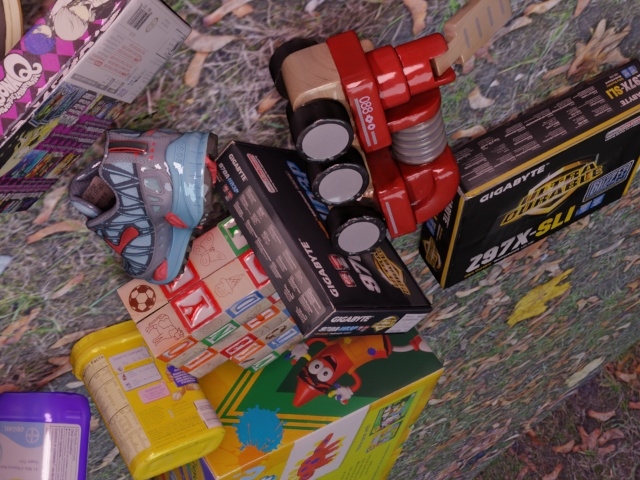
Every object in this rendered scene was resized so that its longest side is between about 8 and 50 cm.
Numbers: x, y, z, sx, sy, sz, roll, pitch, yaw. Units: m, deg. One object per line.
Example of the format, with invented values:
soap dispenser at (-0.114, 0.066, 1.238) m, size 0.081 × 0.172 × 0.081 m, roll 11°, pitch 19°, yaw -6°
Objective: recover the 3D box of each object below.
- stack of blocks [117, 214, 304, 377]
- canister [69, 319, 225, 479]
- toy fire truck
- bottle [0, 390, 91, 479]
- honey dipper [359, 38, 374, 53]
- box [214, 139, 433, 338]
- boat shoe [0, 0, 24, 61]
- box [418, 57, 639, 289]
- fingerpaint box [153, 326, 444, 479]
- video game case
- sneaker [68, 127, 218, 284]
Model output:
stack of blocks at (-0.097, 0.075, 1.375) m, size 0.171 × 0.087 × 0.297 m, roll -34°, pitch 163°, yaw 1°
canister at (-0.201, 0.181, 1.389) m, size 0.126 × 0.170 × 0.073 m, roll -17°, pitch 151°, yaw -31°
toy fire truck at (0.093, -0.132, 1.162) m, size 0.246 × 0.158 × 0.217 m, roll -19°, pitch 138°, yaw 2°
bottle at (-0.325, 0.313, 1.350) m, size 0.118 × 0.282 × 0.092 m, roll -5°, pitch 167°, yaw 40°
honey dipper at (0.042, -0.150, 1.240) m, size 0.030 × 0.030 × 0.160 m, roll -24°, pitch 152°, yaw -19°
box at (0.000, 0.000, 1.236) m, size 0.051 × 0.220 × 0.175 m, roll -45°, pitch 152°, yaw 27°
boat shoe at (-0.276, -0.116, 0.862) m, size 0.073 × 0.080 × 0.223 m, roll -19°, pitch 157°, yaw -39°
box at (0.293, -0.084, 1.609) m, size 0.322 × 0.079 × 0.257 m, roll -26°, pitch 156°, yaw -15°
fingerpaint box at (-0.054, 0.305, 1.802) m, size 0.371 × 0.163 × 0.445 m, roll -23°, pitch 153°, yaw -23°
video game case at (-0.191, -0.105, 0.876) m, size 0.210 × 0.042 × 0.232 m, roll -47°, pitch -179°, yaw 4°
sneaker at (-0.176, -0.041, 1.134) m, size 0.125 × 0.104 × 0.262 m, roll 11°, pitch 153°, yaw -12°
